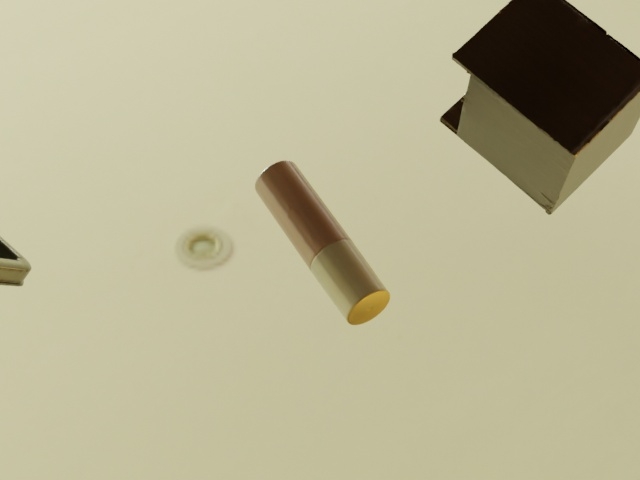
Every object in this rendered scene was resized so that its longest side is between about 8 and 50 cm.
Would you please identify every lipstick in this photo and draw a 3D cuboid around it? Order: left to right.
[{"bbox_3d":[0.000,0.000,1.605,0.070,0.070,0.254,-23,-122,-20],"label":"lipstick"}]

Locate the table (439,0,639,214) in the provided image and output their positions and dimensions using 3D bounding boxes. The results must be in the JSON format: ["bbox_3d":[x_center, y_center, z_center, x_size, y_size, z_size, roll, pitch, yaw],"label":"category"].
[{"bbox_3d":[0.280,-0.181,1.453,0.193,0.169,0.172,42,-107,16],"label":"table"}]

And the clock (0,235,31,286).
[{"bbox_3d":[-0.499,-0.037,1.384,0.279,0.273,0.049,39,-84,15],"label":"clock"}]
